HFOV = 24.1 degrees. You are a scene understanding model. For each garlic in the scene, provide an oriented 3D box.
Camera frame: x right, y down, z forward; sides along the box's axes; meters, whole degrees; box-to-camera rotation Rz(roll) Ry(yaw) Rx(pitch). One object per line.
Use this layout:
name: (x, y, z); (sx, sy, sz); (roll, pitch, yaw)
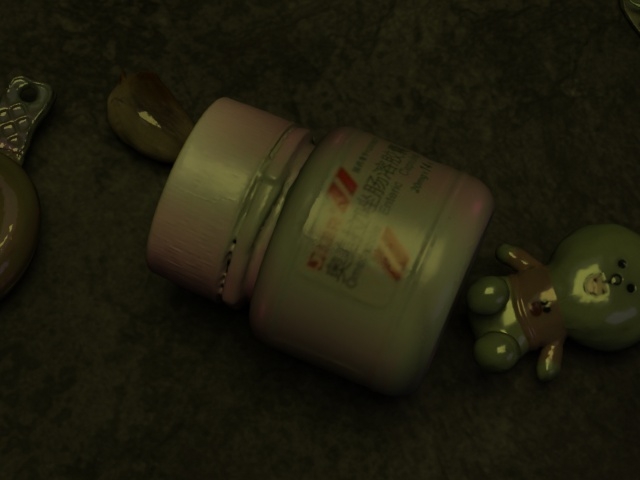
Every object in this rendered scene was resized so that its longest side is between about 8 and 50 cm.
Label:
garlic: (-0.181, -0.130, 1.661); (0.084, 0.066, 0.152); (-37, 72, -17)

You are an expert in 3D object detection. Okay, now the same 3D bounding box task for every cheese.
cheese: (-0.366, -0.056, 1.622); (0.163, 0.082, 0.286); (17, 67, 4)

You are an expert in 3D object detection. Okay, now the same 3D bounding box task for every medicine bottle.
medicine bottle: (0.000, 0.000, 1.525); (0.302, 0.241, 0.241); (23, 70, 7)

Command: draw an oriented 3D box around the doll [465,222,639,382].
doll: (0.266, 0.057, 1.590); (0.275, 0.113, 0.154); (-19, 79, -16)

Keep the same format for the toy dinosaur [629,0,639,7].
toy dinosaur: (0.404, -0.267, 1.752); (0.062, 0.021, 0.083); (-27, 77, -18)

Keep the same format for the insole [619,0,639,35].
insole: (0.379, -0.311, 1.783); (0.063, 0.010, 0.192); (-10, 71, -5)
